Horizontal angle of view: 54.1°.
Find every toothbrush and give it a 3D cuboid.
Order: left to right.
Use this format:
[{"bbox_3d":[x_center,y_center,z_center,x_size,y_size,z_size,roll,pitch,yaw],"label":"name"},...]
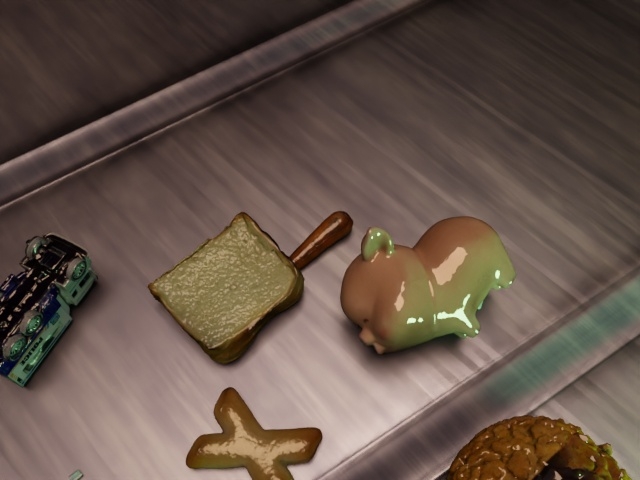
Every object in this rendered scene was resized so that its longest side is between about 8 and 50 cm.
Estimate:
[{"bbox_3d":[-0.493,0.463,1.103,0.162,0.014,0.017,-37,82,-17],"label":"toothbrush"}]

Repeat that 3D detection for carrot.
[{"bbox_3d":[0.000,0.000,1.318,0.161,0.055,0.055,-40,69,-10],"label":"carrot"}]

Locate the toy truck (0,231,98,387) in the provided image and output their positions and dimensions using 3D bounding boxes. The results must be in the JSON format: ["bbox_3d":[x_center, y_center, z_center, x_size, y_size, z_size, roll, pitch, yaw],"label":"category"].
[{"bbox_3d":[-0.547,0.130,1.200,0.124,0.155,0.268,24,63,12],"label":"toy truck"}]

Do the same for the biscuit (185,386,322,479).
[{"bbox_3d":[-0.120,0.374,1.126,0.207,0.047,0.164,23,66,12],"label":"biscuit"}]

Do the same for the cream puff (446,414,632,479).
[{"bbox_3d":[0.354,0.439,0.986,0.342,0.231,0.327,-3,59,-1],"label":"cream puff"}]

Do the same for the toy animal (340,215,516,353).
[{"bbox_3d":[0.192,0.077,1.171,0.269,0.237,0.326,38,76,10],"label":"toy animal"}]

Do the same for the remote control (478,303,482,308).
[{"bbox_3d":[0.255,0.088,1.279,0.162,0.029,0.061,19,67,15],"label":"remote control"}]

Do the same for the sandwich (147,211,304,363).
[{"bbox_3d":[-0.176,0.093,1.249,0.251,0.087,0.226,-42,68,-16],"label":"sandwich"}]
